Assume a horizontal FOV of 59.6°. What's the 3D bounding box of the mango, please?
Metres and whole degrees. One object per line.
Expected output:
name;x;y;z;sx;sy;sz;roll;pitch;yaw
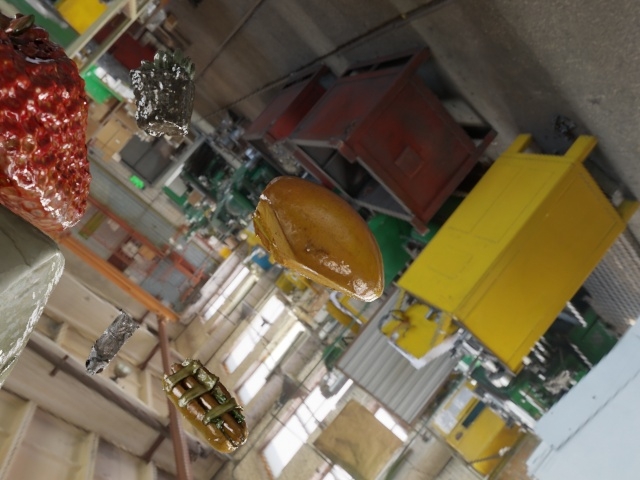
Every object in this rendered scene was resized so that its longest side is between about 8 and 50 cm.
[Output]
mango;0.000;0.000;1.214;0.350;0.199;0.201;37;-163;9

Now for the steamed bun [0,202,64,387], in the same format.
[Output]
steamed bun;-0.485;0.098;0.624;0.247;0.383;0.236;31;155;-4

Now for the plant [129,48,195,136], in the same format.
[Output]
plant;-0.352;-0.335;1.257;0.132;0.194;0.129;1;169;-1

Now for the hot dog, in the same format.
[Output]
hot dog;-0.245;0.351;1.205;0.269;0.109;0.072;35;139;32

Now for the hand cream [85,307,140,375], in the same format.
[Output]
hand cream;-0.595;0.296;1.581;0.084;0.050;0.257;53;-159;-19

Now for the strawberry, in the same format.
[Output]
strawberry;-0.484;-0.162;0.870;0.312;0.267;0.351;-118;10;-58
